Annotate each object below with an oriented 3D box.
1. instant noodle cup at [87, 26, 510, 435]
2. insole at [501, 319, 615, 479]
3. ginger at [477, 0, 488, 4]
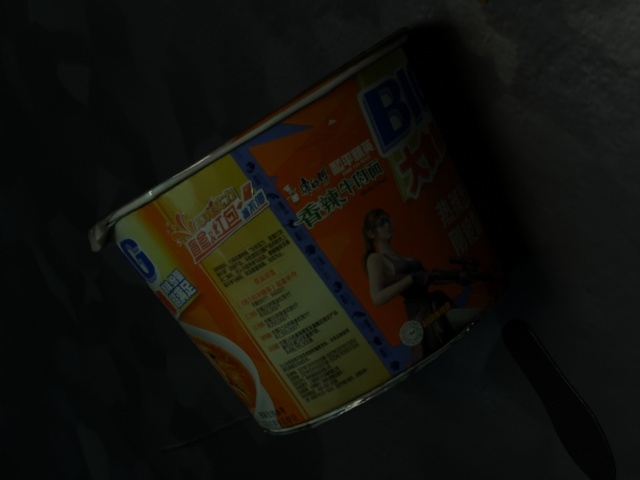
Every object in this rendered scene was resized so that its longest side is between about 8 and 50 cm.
[{"bbox_3d":[0.000,0.000,1.042,0.214,0.296,0.296,57,147,-5],"label":"instant noodle cup"},{"bbox_3d":[0.192,0.130,1.081,0.153,0.002,0.053,57,146,13],"label":"insole"},{"bbox_3d":[0.080,-0.289,0.862,0.152,0.138,0.267,133,122,-69],"label":"ginger"}]
